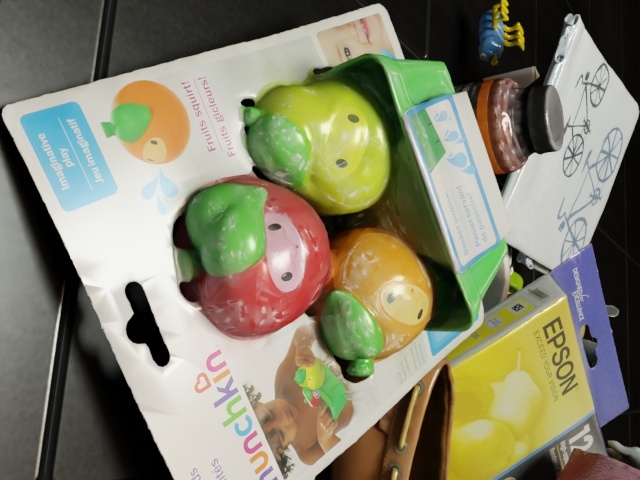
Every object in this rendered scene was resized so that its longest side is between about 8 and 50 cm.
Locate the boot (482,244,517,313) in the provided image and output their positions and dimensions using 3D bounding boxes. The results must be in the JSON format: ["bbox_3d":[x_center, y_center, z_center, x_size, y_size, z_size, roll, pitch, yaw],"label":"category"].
[{"bbox_3d":[0.265,0.045,0.970,0.086,0.069,0.190,36,57,-43],"label":"boot"}]

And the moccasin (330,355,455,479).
[{"bbox_3d":[0.092,0.297,0.628,0.139,0.147,0.380,12,78,-55],"label":"moccasin"}]

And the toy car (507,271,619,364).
[{"bbox_3d":[0.348,0.139,0.978,0.149,0.188,0.155,53,47,-39],"label":"toy car"}]

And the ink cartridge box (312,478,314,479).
[{"bbox_3d":[-0.037,0.190,0.554,0.083,0.028,0.048,56,45,-36],"label":"ink cartridge box"}]

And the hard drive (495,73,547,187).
[{"bbox_3d":[0.357,-0.154,1.052,0.255,0.172,0.054,32,24,-48],"label":"hard drive"}]

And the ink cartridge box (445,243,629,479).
[{"bbox_3d":[0.270,0.207,0.819,0.307,0.072,0.303,-29,117,-7],"label":"ink cartridge box"}]

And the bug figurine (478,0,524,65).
[{"bbox_3d":[0.208,-0.393,0.924,0.279,0.072,0.216,38,50,-42],"label":"bug figurine"}]

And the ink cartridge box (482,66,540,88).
[{"bbox_3d":[0.329,-0.226,1.070,0.122,0.088,0.052,33,58,-50],"label":"ink cartridge box"}]

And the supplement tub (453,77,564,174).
[{"bbox_3d":[0.164,-0.122,0.724,0.106,0.198,0.106,9,79,-56],"label":"supplement tub"}]

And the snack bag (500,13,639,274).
[{"bbox_3d":[0.364,-0.108,0.959,0.342,0.037,0.323,20,91,-49],"label":"snack bag"}]

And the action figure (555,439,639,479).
[{"bbox_3d":[0.269,0.421,0.712,0.370,0.276,0.248,-43,114,-28],"label":"action figure"}]

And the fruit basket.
[{"bbox_3d":[0.000,0.000,0.499,0.353,0.165,0.327,-31,104,-43],"label":"fruit basket"}]
